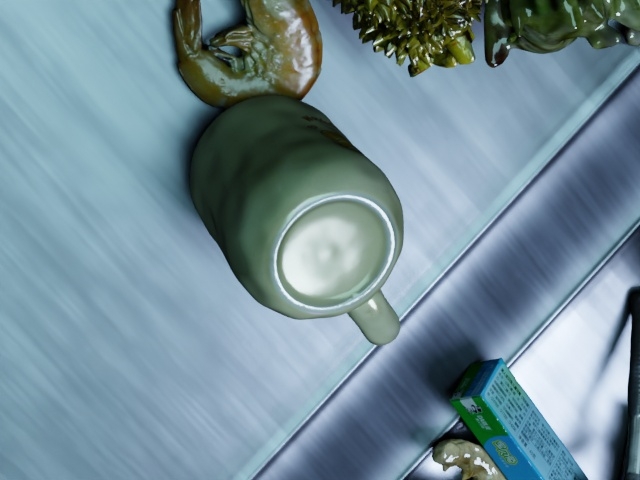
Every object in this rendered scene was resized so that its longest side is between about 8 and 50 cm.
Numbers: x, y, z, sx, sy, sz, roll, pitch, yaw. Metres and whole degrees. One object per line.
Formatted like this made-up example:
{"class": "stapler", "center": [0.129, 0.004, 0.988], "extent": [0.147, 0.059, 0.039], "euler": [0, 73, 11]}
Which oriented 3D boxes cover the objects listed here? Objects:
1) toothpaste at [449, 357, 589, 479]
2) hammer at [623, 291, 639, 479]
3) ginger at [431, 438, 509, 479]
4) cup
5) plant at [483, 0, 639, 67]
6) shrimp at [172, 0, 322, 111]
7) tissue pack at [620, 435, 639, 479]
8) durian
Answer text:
{"class": "toothpaste", "center": [0.243, 0.250, 1.887], "extent": [0.267, 0.050, 0.065], "euler": [53, 50, -20]}
{"class": "hammer", "center": [0.359, 0.180, 1.892], "extent": [0.103, 0.029, 0.246], "euler": [7, 80, 6]}
{"class": "ginger", "center": [0.141, 0.352, 1.885], "extent": [0.149, 0.065, 0.259], "euler": [23, 92, -23]}
{"class": "cup", "center": [-0.019, 0.004, 1.673], "extent": [0.173, 0.202, 0.255], "euler": [-16, 122, -15]}
{"class": "plant", "center": [0.226, -0.338, 1.739], "extent": [0.251, 0.180, 0.333], "euler": [-28, 89, -38]}
{"class": "shrimp", "center": [-0.081, -0.236, 1.683], "extent": [0.150, 0.068, 0.249], "euler": [-17, 113, -10]}
{"class": "tissue pack", "center": [0.429, 0.262, 1.954], "extent": [0.155, 0.065, 0.116], "euler": [5, 98, -19]}
{"class": "durian", "center": [0.081, -0.313, 1.625], "extent": [0.258, 0.258, 0.293], "euler": [-33, 138, -8]}
